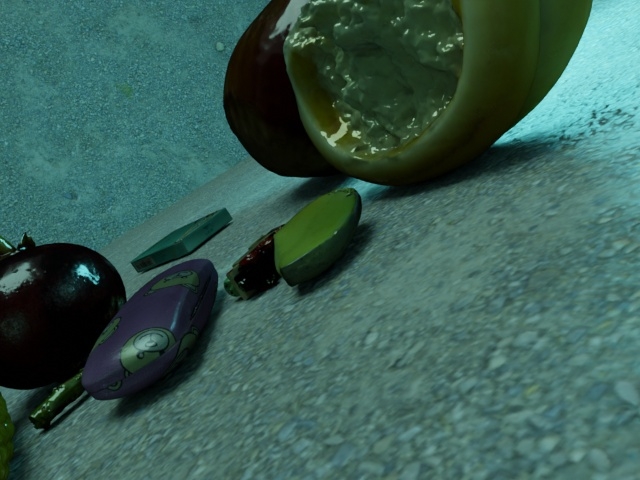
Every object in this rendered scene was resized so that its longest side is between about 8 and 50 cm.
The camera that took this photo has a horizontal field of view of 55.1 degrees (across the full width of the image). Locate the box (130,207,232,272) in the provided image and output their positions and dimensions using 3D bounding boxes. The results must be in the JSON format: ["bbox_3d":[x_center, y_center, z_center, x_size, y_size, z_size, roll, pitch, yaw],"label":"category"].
[{"bbox_3d":[-0.336,0.002,1.476,0.229,0.041,0.162,-19,18,42],"label":"box"}]

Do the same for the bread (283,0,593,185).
[{"bbox_3d":[0.123,-0.259,0.825,0.245,0.329,0.424,-38,9,-30],"label":"bread"}]

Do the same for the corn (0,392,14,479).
[{"bbox_3d":[-0.409,0.219,0.682,0.120,0.120,0.363,-37,16,-25],"label":"corn"}]

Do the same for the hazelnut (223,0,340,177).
[{"bbox_3d":[-0.014,-0.323,1.242,0.353,0.420,0.421,16,22,3],"label":"hazelnut"}]

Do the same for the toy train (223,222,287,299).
[{"bbox_3d":[-0.075,0.027,0.814,0.087,0.050,0.138,-24,15,45],"label":"toy train"}]

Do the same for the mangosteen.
[{"bbox_3d":[-0.418,0.079,0.888,0.235,0.261,0.235,-32,4,2],"label":"mangosteen"}]

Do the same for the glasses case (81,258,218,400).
[{"bbox_3d":[-0.197,0.096,0.757,0.123,0.076,0.316,-29,13,5],"label":"glasses case"}]

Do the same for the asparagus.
[{"bbox_3d":[-0.292,0.173,0.773,0.030,0.036,0.165,7,33,33],"label":"asparagus"}]

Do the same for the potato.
[{"bbox_3d":[0.000,0.000,0.745,0.119,0.054,0.198,-22,20,16],"label":"potato"}]
